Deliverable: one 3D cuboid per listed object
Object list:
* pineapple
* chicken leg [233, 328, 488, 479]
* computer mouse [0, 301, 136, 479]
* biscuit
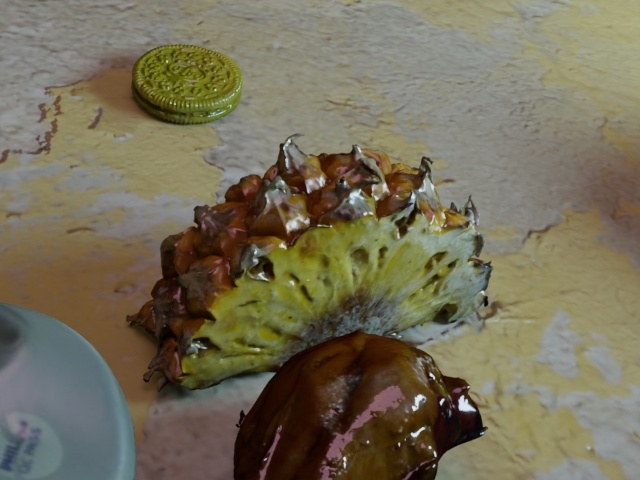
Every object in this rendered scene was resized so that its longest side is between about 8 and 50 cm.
[{"bbox_3d":[0.001,0.001,0.733,0.233,0.135,0.079,-13,44,-22],"label":"pineapple"},{"bbox_3d":[-0.019,0.147,0.587,0.113,0.093,0.304,-2,35,34],"label":"chicken leg"},{"bbox_3d":[-0.252,0.113,0.589,0.330,0.095,0.197,1,38,4],"label":"computer mouse"},{"bbox_3d":[-0.100,-0.118,0.940,0.084,0.023,0.084,6,41,-5],"label":"biscuit"}]
